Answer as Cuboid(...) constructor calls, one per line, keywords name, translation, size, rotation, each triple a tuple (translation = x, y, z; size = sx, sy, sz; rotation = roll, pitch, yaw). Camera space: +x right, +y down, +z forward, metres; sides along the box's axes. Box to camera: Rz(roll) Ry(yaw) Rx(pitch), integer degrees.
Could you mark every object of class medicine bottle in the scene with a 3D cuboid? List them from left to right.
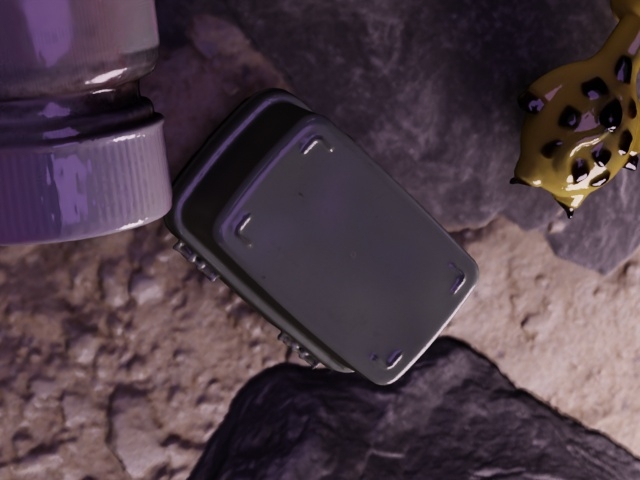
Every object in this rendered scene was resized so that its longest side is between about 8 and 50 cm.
Cuboid(name="medicine bottle", translation=(-0.187, -0.144, 1.055), size=(0.165, 0.165, 0.273), rotation=(-11, 104, -19))

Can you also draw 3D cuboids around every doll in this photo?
Cuboid(name="doll", translation=(0.242, -0.158, 1.265), size=(0.117, 0.086, 0.291), rotation=(29, 90, -27))

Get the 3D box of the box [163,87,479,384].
Cuboid(name="box", translation=(0.000, 0.000, 1.172), size=(0.210, 0.129, 0.148), rotation=(43, 84, -23))
